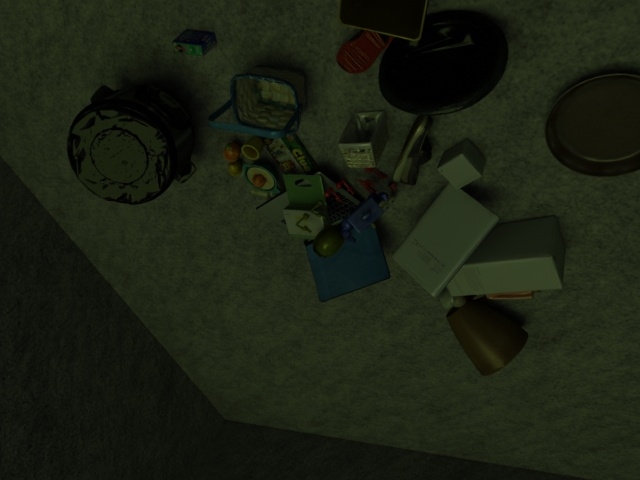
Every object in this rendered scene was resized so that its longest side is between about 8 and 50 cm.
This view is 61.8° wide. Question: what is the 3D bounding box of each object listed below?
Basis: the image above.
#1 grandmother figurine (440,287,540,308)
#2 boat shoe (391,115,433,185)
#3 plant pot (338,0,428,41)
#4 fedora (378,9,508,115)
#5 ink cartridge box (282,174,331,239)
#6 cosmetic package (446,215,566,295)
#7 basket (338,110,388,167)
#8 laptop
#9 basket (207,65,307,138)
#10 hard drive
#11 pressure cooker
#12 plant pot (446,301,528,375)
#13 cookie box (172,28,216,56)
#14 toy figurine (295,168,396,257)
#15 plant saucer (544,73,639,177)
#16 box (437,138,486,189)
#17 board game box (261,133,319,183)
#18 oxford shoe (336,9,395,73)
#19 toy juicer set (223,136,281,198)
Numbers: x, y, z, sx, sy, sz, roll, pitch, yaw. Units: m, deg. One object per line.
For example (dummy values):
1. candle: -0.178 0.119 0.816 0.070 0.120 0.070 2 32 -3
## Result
1. grandmother figurine: 0.592 0.183 1.910 0.343 0.103 0.208 -15 160 27
2. boat shoe: 0.304 -0.277 1.672 0.093 0.102 0.285 20 143 2
3. plant pot: 0.181 -0.642 1.297 0.212 0.187 0.212 18 138 13
4. fedora: 0.328 -0.440 1.416 0.334 0.333 0.152 3 166 27
5. ink cartridge box: -0.056 -0.116 1.913 0.171 0.056 0.235 6 124 33
6. cosmetic package: 0.599 0.057 1.773 0.366 0.197 0.155 -7 128 36
7. basket: 0.141 -0.314 1.674 0.113 0.167 0.103 4 140 26
8. laptop: 0.000 0.000 2.001 0.408 0.236 0.382 34 141 -29
9. basket: -0.170 -0.410 1.647 0.255 0.289 0.201 16 132 19
10. hard drive: 0.397 -0.006 1.728 0.318 0.040 0.210 -54 53 15
11. pressure cooker: -0.648 -0.357 1.897 0.376 0.420 0.369 0 114 1
12. plant pot: 0.614 0.345 2.058 0.254 0.237 0.237 45 139 4
13. cookie box: -0.400 -0.630 1.704 0.107 0.091 0.040 13 139 18
14. toy figurine: 0.099 -0.090 1.749 0.363 0.217 0.191 -40 101 2
15. plant saucer: 0.764 -0.307 1.421 0.311 0.050 0.310 16 138 14
16. box: 0.435 -0.234 1.646 0.102 0.087 0.101 43 137 -16
17. board game box: -0.090 -0.282 1.935 0.136 0.030 0.259 -16 123 37
18. oxford shoe: 0.138 -0.551 1.493 0.097 0.098 0.271 44 156 -17
19. toy juicer set: -0.252 -0.234 2.007 0.209 0.089 0.329 0 139 31
